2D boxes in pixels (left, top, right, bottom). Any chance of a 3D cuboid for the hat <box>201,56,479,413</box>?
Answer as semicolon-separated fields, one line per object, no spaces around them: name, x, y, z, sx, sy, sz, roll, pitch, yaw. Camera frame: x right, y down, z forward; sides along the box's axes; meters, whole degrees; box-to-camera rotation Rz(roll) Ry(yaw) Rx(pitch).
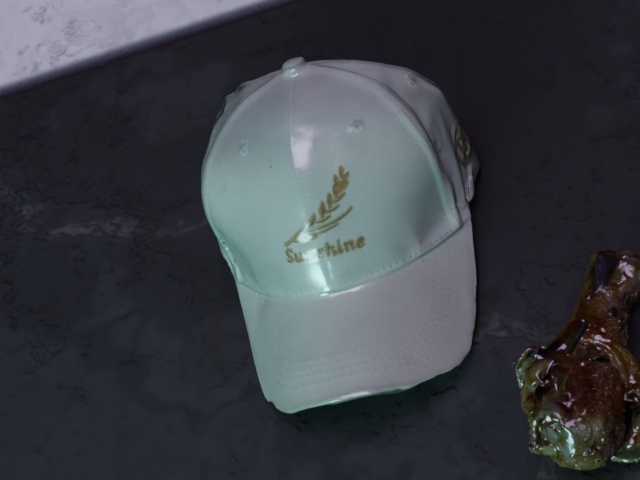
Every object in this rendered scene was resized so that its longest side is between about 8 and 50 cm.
hat;0.002;0.000;1.384;0.257;0.168;0.301;-16;55;16

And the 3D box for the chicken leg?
chicken leg;0.216;0.098;1.289;0.125;0.080;0.196;-6;50;10
